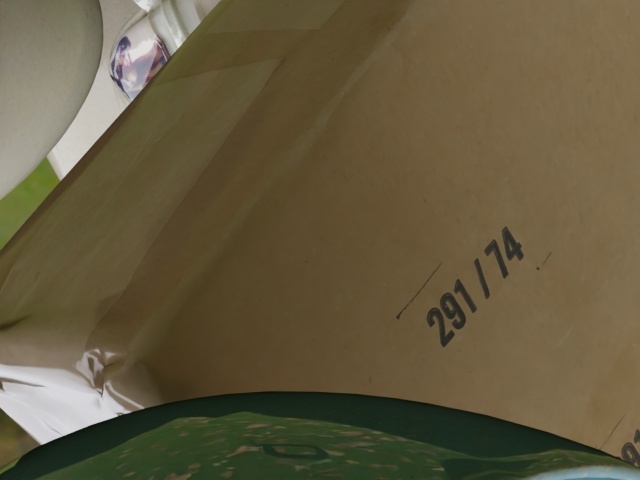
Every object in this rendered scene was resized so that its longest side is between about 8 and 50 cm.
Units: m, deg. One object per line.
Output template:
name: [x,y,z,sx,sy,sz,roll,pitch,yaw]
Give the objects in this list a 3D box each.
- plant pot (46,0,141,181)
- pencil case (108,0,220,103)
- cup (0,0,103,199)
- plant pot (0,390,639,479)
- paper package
plant pot: [-0.164,-0.120,1.634,0.257,0.274,0.256,-11,-169,2]
pencil case: [0.000,0.000,1.166,0.160,0.410,0.183,-29,166,9]
cup: [-0.305,-0.158,1.352,0.331,0.331,0.237,14,-163,30]
plant pot: [-0.037,0.165,0.542,0.195,0.290,0.290,24,-179,41]
paper package: [0.047,0.031,0.808,0.168,0.325,0.309,3,139,52]
